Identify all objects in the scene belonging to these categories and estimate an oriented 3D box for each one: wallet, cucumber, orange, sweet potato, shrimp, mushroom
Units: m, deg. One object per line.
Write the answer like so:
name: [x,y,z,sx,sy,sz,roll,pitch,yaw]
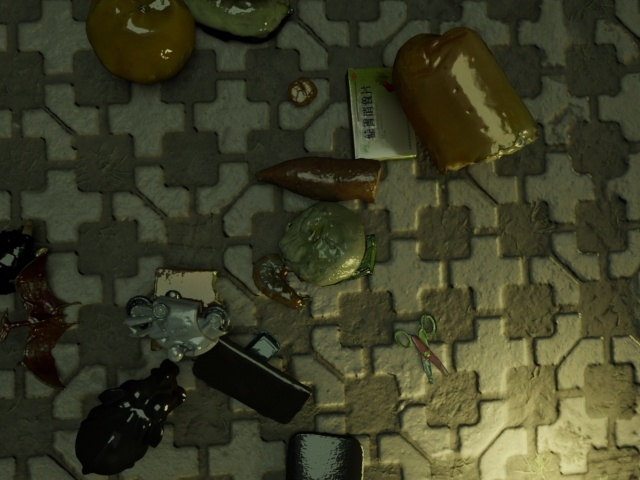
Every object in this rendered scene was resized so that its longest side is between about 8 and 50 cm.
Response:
wallet: [-0.184,0.372,1.601,0.310,0.042,0.165,30,122,-2]
cucumber: [0.082,0.071,1.655,0.193,0.085,0.115,-19,47,-4]
orange: [-0.465,-0.549,1.561,0.279,0.235,0.278,1,88,-13]
sweet potato: [-0.007,-0.169,1.636,0.337,0.131,0.131,3,87,2]
shrimp: [-0.097,0.110,1.650,0.188,0.051,0.132,38,85,1]
mushroom: [-0.249,-0.680,1.639,0.344,0.130,0.247,34,89,-3]

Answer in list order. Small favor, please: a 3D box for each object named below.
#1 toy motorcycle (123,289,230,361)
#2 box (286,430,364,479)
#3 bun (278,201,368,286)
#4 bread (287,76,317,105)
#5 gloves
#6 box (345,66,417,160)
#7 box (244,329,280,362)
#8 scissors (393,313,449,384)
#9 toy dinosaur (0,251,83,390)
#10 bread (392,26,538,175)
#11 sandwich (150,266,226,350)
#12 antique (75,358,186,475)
toy motorcycle: [-0.358,0.223,1.495,0.261,0.110,0.170,7,102,0]
box: [0.012,0.626,1.639,0.213,0.042,0.200,5,87,-4]
bun: [0.000,0.000,1.586,0.239,0.141,0.239,-12,58,20]
bread: [-0.051,-0.417,1.684,0.083,0.046,0.080,-6,90,-6]
gloves: [-0.810,0.036,1.568,0.165,0.124,0.203,20,94,-21]
box: [0.169,-0.354,1.691,0.175,0.062,0.260,-4,88,-6]
box: [-0.162,0.301,1.634,0.074,0.054,0.099,44,85,0]
scissors: [0.296,0.312,1.690,0.134,0.020,0.187,-26,88,-10]
toy dinosaur: [-0.712,0.199,1.545,0.207,0.113,0.327,23,80,-34]
bread: [0.341,-0.357,1.563,0.250,0.361,0.394,-33,92,8]
sandwich: [-0.348,0.184,1.596,0.186,0.108,0.219,4,87,-4]
antique: [-0.476,0.450,1.503,0.185,0.255,0.322,40,82,0]
